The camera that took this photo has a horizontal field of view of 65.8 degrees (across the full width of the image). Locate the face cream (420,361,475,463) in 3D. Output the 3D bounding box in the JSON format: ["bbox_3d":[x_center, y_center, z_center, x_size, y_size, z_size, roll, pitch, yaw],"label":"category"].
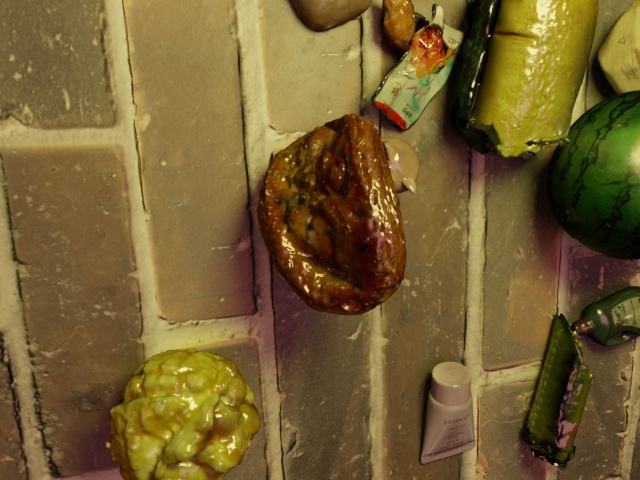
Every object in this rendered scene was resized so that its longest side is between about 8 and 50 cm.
[{"bbox_3d":[0.314,0.429,1.208,0.154,0.096,0.273,-13,117,-14],"label":"face cream"}]

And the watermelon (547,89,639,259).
[{"bbox_3d":[0.660,-0.140,1.040,0.364,0.363,0.362,-3,102,-13],"label":"watermelon"}]

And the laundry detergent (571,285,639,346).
[{"bbox_3d":[0.743,0.207,1.264,0.222,0.078,0.144,-19,108,-10],"label":"laundry detergent"}]

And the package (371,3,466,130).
[{"bbox_3d":[0.207,-0.340,0.995,0.166,0.040,0.232,24,103,-52],"label":"package"}]

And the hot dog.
[{"bbox_3d":[0.022,-0.056,0.899,0.174,0.267,0.387,20,52,-47],"label":"hot dog"}]

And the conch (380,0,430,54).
[{"bbox_3d":[0.178,-0.422,1.007,0.086,0.080,0.233,-44,132,11],"label":"conch"}]

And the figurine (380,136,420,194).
[{"bbox_3d":[0.142,-0.151,1.017,0.125,0.138,0.125,-2,106,-8],"label":"figurine"}]

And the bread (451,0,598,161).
[{"bbox_3d":[0.414,-0.351,0.991,0.251,0.208,0.376,2,105,-22],"label":"bread"}]

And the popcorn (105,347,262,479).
[{"bbox_3d":[-0.263,0.338,0.954,0.247,0.282,0.282,-20,106,14],"label":"popcorn"}]

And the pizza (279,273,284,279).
[{"bbox_3d":[-0.007,0.005,1.050,0.188,0.081,0.203,7,86,-31],"label":"pizza"}]

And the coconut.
[{"bbox_3d":[0.717,-0.418,1.071,0.225,0.224,0.224,-3,102,-13],"label":"coconut"}]

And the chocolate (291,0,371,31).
[{"bbox_3d":[0.000,-0.537,0.933,0.161,0.083,0.261,-30,107,-4],"label":"chocolate"}]

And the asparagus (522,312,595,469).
[{"bbox_3d":[0.608,0.377,1.247,0.108,0.129,0.381,1,102,-51],"label":"asparagus"}]
